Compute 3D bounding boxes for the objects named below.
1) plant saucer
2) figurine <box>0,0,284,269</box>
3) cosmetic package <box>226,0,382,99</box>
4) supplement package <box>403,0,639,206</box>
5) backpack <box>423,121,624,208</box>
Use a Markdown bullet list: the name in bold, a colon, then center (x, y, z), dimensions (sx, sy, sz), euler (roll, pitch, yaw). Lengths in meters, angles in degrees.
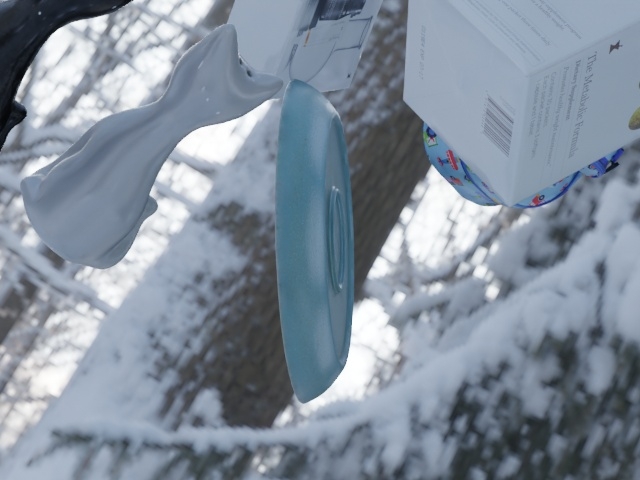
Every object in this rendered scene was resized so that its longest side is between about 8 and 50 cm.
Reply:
- **plant saucer**: center (0.000, 0.000, 1.373), dimensions (0.044, 0.317, 0.317), euler (-2, -27, 6)
- **figurine**: center (-0.158, -0.104, 0.978), dimensions (0.215, 0.209, 0.092), euler (38, 19, -38)
- **cosmetic package**: center (0.014, -0.381, 1.868), dimensions (0.097, 0.377, 0.284), euler (27, 19, 16)
- **supplement package**: center (0.198, -0.158, 1.014), dimensions (0.134, 0.244, 0.139), euler (50, -23, 32)
- **backpack**: center (0.182, -0.105, 1.200), dimensions (0.158, 0.173, 0.117), euler (43, -3, -34)
